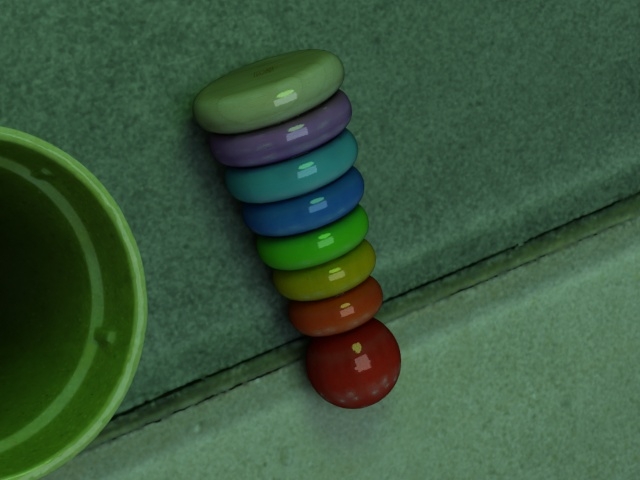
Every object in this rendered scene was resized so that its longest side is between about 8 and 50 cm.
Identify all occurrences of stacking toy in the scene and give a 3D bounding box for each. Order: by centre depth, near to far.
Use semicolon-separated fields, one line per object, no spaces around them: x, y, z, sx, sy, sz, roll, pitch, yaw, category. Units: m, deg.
0.000;0.000;1.724;0.141;0.141;0.330;-26;109;-22;stacking toy

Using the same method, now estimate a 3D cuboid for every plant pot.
-0.312;0.046;1.502;0.276;0.254;0.276;-1;93;-27;plant pot
